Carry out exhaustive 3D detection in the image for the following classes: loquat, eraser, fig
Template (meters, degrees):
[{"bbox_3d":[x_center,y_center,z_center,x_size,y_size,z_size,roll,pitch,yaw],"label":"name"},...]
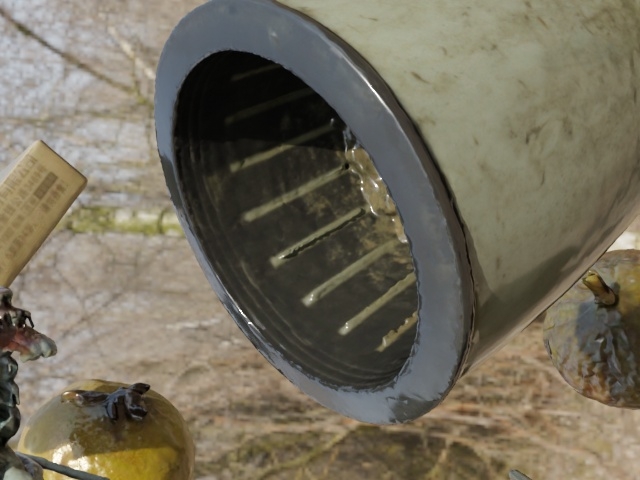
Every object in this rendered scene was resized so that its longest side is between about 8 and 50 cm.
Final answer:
[{"bbox_3d":[-0.280,0.285,1.303,0.244,0.244,0.243,-175,90,-88],"label":"loquat"},{"bbox_3d":[-0.375,0.048,1.027,0.144,0.078,0.343,-30,26,45],"label":"eraser"},{"bbox_3d":[0.490,0.130,1.690,0.369,0.286,0.286,29,-121,-50],"label":"fig"}]

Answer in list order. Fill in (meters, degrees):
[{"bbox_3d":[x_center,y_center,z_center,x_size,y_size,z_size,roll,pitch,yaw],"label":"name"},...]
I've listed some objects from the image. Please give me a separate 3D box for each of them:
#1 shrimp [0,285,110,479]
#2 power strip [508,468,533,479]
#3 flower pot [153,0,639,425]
[{"bbox_3d":[-0.249,0.207,0.731,0.166,0.221,0.410,25,122,42],"label":"shrimp"},{"bbox_3d":[0.393,0.419,1.342,0.257,0.092,0.251,25,145,49],"label":"power strip"},{"bbox_3d":[0.096,-0.070,0.718,0.294,0.330,0.293,34,138,37],"label":"flower pot"}]
